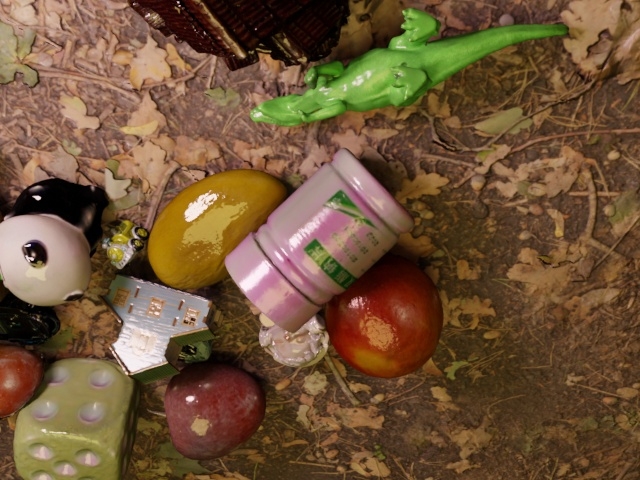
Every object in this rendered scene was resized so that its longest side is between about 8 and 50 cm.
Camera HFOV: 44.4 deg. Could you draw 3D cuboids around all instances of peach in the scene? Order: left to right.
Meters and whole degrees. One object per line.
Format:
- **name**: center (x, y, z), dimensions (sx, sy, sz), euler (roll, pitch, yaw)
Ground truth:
- **peach**: center (0.136, 0.151, 1.664), dimensions (0.281, 0.238, 0.280), euler (-2, 95, -23)

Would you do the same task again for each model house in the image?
- **model house**: center (-0.360, 0.210, 1.704), dimensions (0.271, 0.206, 0.178), euler (16, 160, 4)
- **model house**: center (-0.137, -0.361, 1.272), dimensions (0.297, 0.282, 0.317), euler (-32, 118, 22)

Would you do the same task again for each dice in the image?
- **dice**: center (-0.581, 0.450, 1.897), dimensions (0.250, 0.252, 0.254), euler (9, 128, -3)

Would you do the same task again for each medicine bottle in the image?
- **medicine bottle**: center (0.000, 0.000, 1.519), dimensions (0.325, 0.212, 0.212), euler (-42, 116, 5)

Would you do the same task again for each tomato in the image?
- **tomato**: center (-0.759, 0.294, 1.792), dimensions (0.214, 0.180, 0.155), euler (0, 144, 27)

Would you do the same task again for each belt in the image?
- **belt**: center (-0.322, 0.238, 1.850), dimensions (0.140, 0.058, 0.105), euler (20, 127, -13)

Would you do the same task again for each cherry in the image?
- **cherry**: center (-0.271, 0.410, 1.881), dimensions (0.286, 0.212, 0.236), euler (-1, 135, -8)

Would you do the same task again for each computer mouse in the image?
- **computer mouse**: center (-0.700, 0.175, 1.807), dimensions (0.242, 0.077, 0.146), euler (0, 134, 16)

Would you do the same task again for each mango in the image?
- **mango**: center (-0.228, -0.028, 1.612), dimensions (0.195, 0.142, 0.331), euler (30, 114, -24)

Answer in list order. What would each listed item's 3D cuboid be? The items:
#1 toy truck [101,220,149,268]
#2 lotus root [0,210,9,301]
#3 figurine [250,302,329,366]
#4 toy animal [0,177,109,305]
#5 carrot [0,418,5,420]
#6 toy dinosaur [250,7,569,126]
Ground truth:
- **toy truck**: center (-0.417, 0.006, 1.656), dimensions (0.077, 0.111, 0.076), euler (36, 119, -14)
- **lotus root**: center (-0.790, 0.017, 1.576), dimensions (0.316, 0.316, 0.250), euler (8, 115, -4)
- **figurine**: center (-0.065, 0.203, 1.763), dimensions (0.163, 0.141, 0.236), euler (-8, 126, 14)
- **toy animal**: center (-0.553, 0.014, 1.576), dimensions (0.213, 0.266, 0.212), euler (3, 131, 3)
- **carrot**: center (-0.764, 0.369, 1.964), dimensions (0.069, 0.069, 0.228), euler (29, 121, -17)
- **toy dinosaur**: center (0.162, -0.285, 1.426), dimensions (0.500, 0.143, 0.374), euler (-10, 175, -28)
